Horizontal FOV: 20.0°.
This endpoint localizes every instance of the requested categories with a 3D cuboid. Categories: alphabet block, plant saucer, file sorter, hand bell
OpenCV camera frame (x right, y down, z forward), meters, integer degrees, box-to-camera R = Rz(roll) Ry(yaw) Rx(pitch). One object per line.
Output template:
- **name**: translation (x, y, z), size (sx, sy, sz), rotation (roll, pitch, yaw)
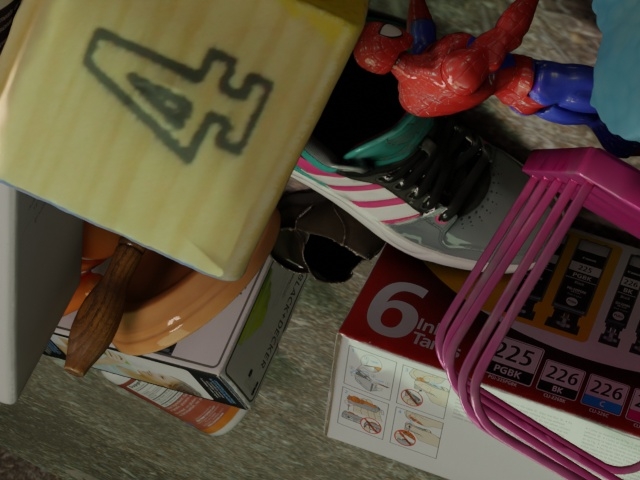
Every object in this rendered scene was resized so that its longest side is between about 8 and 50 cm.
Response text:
- **alphabet block**: translation (-0.088, -0.125, 1.153), size (0.193, 0.192, 0.197), rotation (23, 116, -7)
- **plant saucer**: translation (-0.126, 0.022, 1.686), size (0.200, 0.200, 0.037), rotation (-5, 132, 53)
- **file sorter**: translation (0.197, 0.066, 1.179), size (0.202, 0.182, 0.291), rotation (30, -178, -1)
- **hand bell**: translation (-0.171, 0.013, 1.633), size (0.126, 0.242, 0.126), rotation (19, 160, 7)

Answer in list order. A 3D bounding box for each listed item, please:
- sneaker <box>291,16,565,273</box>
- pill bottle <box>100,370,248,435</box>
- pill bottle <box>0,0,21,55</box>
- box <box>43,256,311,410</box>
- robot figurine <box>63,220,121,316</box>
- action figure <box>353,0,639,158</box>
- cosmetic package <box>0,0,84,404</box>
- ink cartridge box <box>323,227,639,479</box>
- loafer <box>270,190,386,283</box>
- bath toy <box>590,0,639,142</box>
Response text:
- **sneaker**: translation (0.068, -0.073, 1.348), size (0.295, 0.124, 0.178), rotation (26, 170, -6)
- **pill bottle**: translation (-0.182, 0.132, 2.134), size (0.216, 0.121, 0.121), rotation (32, 158, -23)
- **pill bottle**: translation (-0.294, -0.131, 1.179), size (0.181, 0.181, 0.323), rotation (22, 125, 1)
- **box**: translation (-0.175, 0.053, 1.856), size (0.290, 0.169, 0.087), rotation (13, 156, 28)
- **robot figurine**: translation (-0.268, -0.019, 1.777), size (0.128, 0.158, 0.219), rotation (34, 132, -32)
- **action figure**: translation (0.147, -0.132, 1.174), size (0.280, 0.139, 0.091), rotation (7, 165, -26)
- **cosmetic package**: translation (-0.323, -0.077, 1.506), size (0.230, 0.161, 0.453), rotation (21, 142, 5)
- **ink cartridge box**: translation (0.195, 0.078, 1.479), size (0.309, 0.272, 0.130), rotation (18, 134, 12)
- **loafer**: translation (0.000, 0.000, 1.657), size (0.080, 0.078, 0.220), rotation (27, 160, -13)
- **bath toy**: translation (0.309, -0.060, 1.109), size (0.348, 0.151, 0.129), rotation (31, -167, -33)
